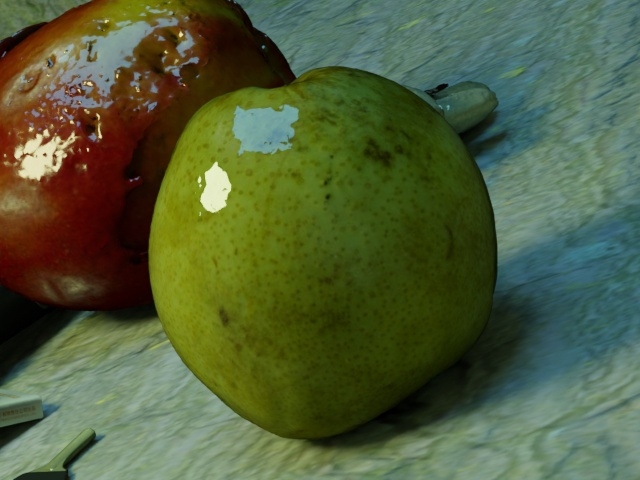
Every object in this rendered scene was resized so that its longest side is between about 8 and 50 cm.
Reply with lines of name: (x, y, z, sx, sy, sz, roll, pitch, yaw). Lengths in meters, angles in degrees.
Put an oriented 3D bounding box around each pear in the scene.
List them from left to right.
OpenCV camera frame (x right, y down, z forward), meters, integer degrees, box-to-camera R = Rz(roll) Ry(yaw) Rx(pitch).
pear: (0.000, 0.000, 1.560, 0.304, 0.304, 0.304, -24, 17, 8)

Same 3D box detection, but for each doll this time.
doll: (0.091, -0.133, 2.102, 0.175, 0.149, 0.278, -55, -10, 25)

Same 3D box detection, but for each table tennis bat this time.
table tennis bat: (-0.264, 0.225, 1.749, 0.087, 0.013, 0.156, -10, 24, 45)

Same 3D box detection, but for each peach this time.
peach: (-0.221, -0.101, 2.099, 0.417, 0.339, 0.353, -29, 16, 8)

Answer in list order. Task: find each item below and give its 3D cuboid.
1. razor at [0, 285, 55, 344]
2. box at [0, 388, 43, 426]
razor: (-0.413, 0.069, 2.201, 0.189, 0.107, 0.327, 11, 32, 23)
box: (-0.409, 0.187, 1.913, 0.220, 0.032, 0.122, -10, 7, -34)
